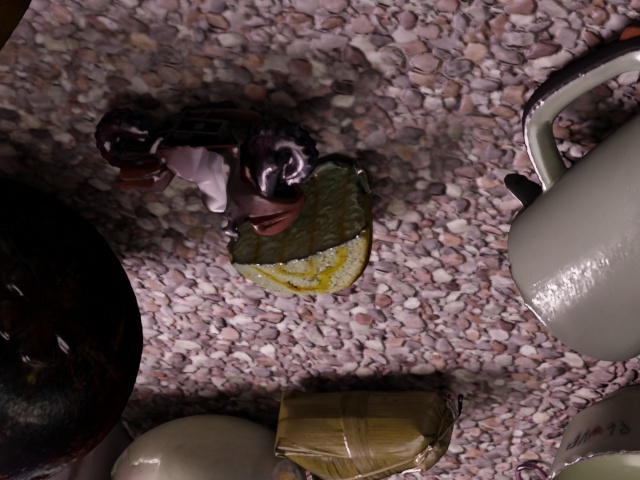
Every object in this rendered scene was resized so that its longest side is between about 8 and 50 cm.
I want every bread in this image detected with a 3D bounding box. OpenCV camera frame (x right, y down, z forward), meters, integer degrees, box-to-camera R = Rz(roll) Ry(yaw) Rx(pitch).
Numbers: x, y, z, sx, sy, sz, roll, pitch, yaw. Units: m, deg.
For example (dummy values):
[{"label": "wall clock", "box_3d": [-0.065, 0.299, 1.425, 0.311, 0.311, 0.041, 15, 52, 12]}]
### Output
[{"label": "bread", "box_3d": [0.006, 0.000, 1.539, 0.156, 0.103, 0.110, -13, 142, 32]}]

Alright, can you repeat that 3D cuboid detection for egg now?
[{"label": "egg", "box_3d": [-0.135, 0.285, 1.904, 0.217, 0.183, 0.183, 7, 145, 21]}]

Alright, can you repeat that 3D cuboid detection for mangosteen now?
[{"label": "mangosteen", "box_3d": [-0.332, 0.092, 1.597, 0.330, 0.330, 0.330, 7, 144, 5]}]

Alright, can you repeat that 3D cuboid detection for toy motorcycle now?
[{"label": "toy motorcycle", "box_3d": [-0.098, -0.061, 1.484, 0.213, 0.084, 0.118, 6, 132, 22]}]

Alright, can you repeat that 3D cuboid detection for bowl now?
[{"label": "bowl", "box_3d": [0.343, 0.226, 1.748, 0.212, 0.112, 0.211, 8, 144, 6]}]

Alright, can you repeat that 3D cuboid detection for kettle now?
[{"label": "kettle", "box_3d": [0.269, -0.046, 1.369, 0.240, 0.165, 0.255, 46, 139, 1]}]

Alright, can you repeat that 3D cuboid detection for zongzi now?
[{"label": "zongzi", "box_3d": [0.076, 0.237, 1.854, 0.205, 0.094, 0.204, -5, 146, 21]}]

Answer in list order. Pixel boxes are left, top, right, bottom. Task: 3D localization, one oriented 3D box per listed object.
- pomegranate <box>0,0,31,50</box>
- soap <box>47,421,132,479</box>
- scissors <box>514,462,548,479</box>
[{"label": "pomegranate", "box_3d": [-0.298, -0.204, 1.301, 0.180, 0.179, 0.210, 2, 172, 13]}, {"label": "soap", "box_3d": [-0.427, 0.354, 2.046, 0.435, 0.212, 0.350, -3, 147, 17]}, {"label": "scissors", "box_3d": [0.290, 0.306, 1.949, 0.085, 0.022, 0.176, -11, 137, 26]}]
